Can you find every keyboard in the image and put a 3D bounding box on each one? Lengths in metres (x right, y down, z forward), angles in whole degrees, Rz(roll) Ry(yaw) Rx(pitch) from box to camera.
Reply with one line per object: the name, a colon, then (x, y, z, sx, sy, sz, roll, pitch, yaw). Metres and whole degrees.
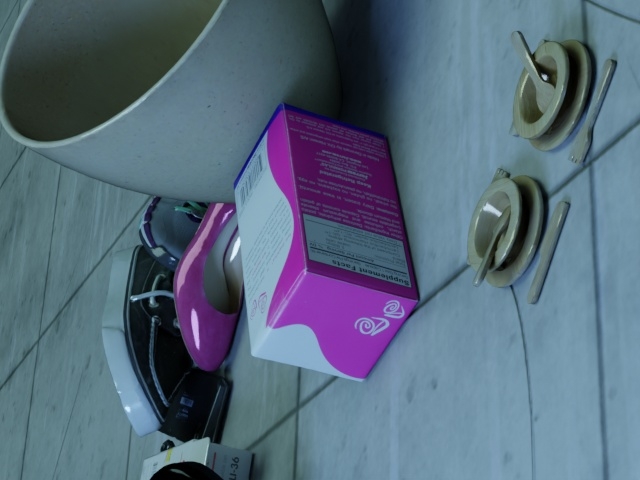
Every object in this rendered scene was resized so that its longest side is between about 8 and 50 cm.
keyboard: (-0.142, 0.194, 1.896, 0.180, 0.023, 0.108, 3, 73, 69)

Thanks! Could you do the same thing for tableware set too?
tableware set: (0.147, -0.061, 1.306, 0.128, 0.039, 0.194, -144, 70, -68)

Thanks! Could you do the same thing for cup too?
cup: (-0.115, -0.168, 1.700, 0.331, 0.237, 0.331, -26, 44, 28)

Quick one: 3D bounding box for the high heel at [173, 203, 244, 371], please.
high heel: (-0.083, 0.016, 1.826, 0.117, 0.082, 0.244, 0, 80, 38)

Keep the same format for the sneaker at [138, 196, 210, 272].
sneaker: (-0.140, -0.050, 1.934, 0.098, 0.083, 0.223, -54, 15, 25)

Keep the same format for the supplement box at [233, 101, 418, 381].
supplement box: (0.000, 0.000, 1.538, 0.111, 0.114, 0.220, -57, 26, 37)

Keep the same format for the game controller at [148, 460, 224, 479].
game controller: (-0.133, 0.327, 1.612, 0.067, 0.166, 0.319, -49, -4, -47)

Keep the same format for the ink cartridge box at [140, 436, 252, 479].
ink cartridge box: (-0.125, 0.265, 1.739, 0.198, 0.067, 0.115, 150, 131, -64)

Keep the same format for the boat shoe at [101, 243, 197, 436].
boat shoe: (-0.168, 0.095, 1.906, 0.306, 0.105, 0.113, -95, -15, -64)
